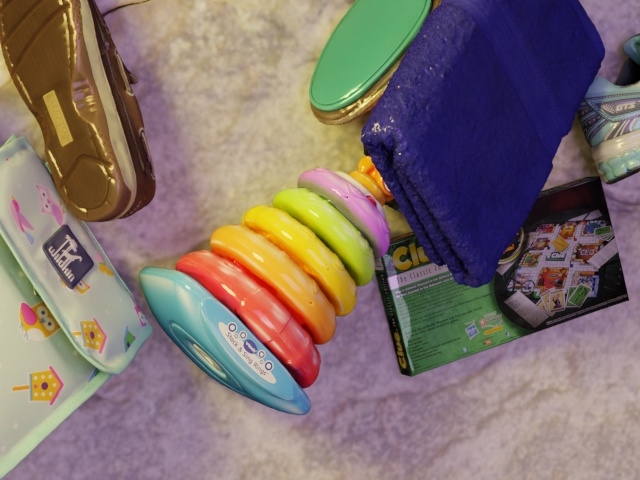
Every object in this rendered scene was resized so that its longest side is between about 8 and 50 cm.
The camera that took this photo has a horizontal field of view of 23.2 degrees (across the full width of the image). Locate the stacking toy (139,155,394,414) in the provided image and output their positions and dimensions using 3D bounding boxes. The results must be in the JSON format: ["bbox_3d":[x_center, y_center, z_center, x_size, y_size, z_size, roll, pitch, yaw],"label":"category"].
[{"bbox_3d":[0.000,0.000,1.410,0.302,0.166,0.175,-46,107,-14],"label":"stacking toy"}]

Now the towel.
[{"bbox_3d":[0.148,-0.137,1.434,0.227,0.076,0.308,54,54,-38],"label":"towel"}]

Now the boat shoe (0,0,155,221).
[{"bbox_3d":[-0.210,-0.141,1.377,0.095,0.095,0.257,-9,84,-61],"label":"boat shoe"}]

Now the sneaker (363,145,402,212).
[{"bbox_3d":[0.088,-0.103,1.503,0.085,0.058,0.152,15,92,-30],"label":"sneaker"}]

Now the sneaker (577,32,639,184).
[{"bbox_3d":[0.380,-0.173,1.597,0.283,0.110,0.122,-31,92,-23],"label":"sneaker"}]

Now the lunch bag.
[{"bbox_3d":[-0.283,0.061,1.307,0.262,0.160,0.223,-40,102,-33],"label":"lunch bag"}]

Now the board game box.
[{"bbox_3d":[0.182,0.033,1.562,0.260,0.030,0.136,-16,100,-21],"label":"board game box"}]

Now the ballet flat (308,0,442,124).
[{"bbox_3d":[0.102,-0.227,1.488,0.106,0.107,0.316,39,78,-46],"label":"ballet flat"}]
